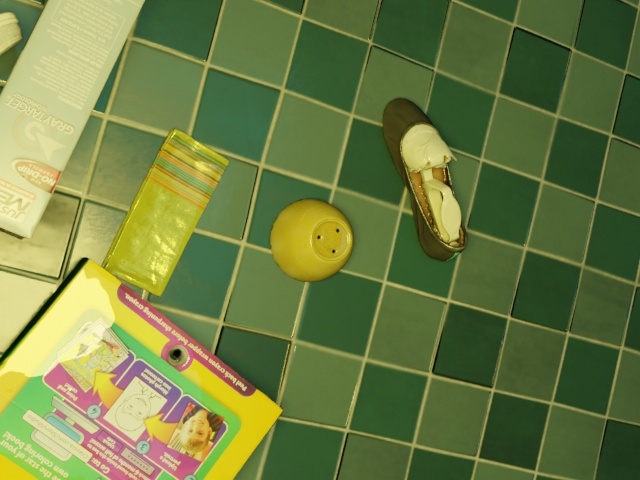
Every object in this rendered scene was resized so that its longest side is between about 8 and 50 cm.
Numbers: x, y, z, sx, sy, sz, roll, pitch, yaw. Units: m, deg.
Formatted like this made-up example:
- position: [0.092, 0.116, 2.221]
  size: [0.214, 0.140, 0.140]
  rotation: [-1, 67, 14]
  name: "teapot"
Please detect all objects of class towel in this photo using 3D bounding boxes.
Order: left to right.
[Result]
- position: [-0.231, -0.042, 1.356]
  size: [0.102, 0.021, 0.237]
  rotation: [28, 80, -17]
  name: "towel"

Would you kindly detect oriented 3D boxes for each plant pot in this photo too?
- position: [0.000, 0.000, 1.403]
  size: [0.134, 0.095, 0.134]
  rotation: [0, 90, -21]
  name: "plant pot"

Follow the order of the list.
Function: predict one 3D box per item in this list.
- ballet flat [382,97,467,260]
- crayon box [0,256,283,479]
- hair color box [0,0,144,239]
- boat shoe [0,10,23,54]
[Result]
- position: [0.184, -0.103, 1.473]
  size: [0.095, 0.096, 0.280]
  rotation: [-22, 97, -19]
  name: "ballet flat"
- position: [-0.290, 0.257, 1.287]
  size: [0.363, 0.106, 0.313]
  rotation: [41, 77, -15]
  name: "crayon box"
- position: [-0.367, -0.191, 1.217]
  size: [0.113, 0.185, 0.374]
  rotation: [26, 81, -19]
  name: "hair color box"
- position: [-0.516, -0.182, 1.204]
  size: [0.320, 0.118, 0.103]
  rotation: [-45, 110, -11]
  name: "boat shoe"
